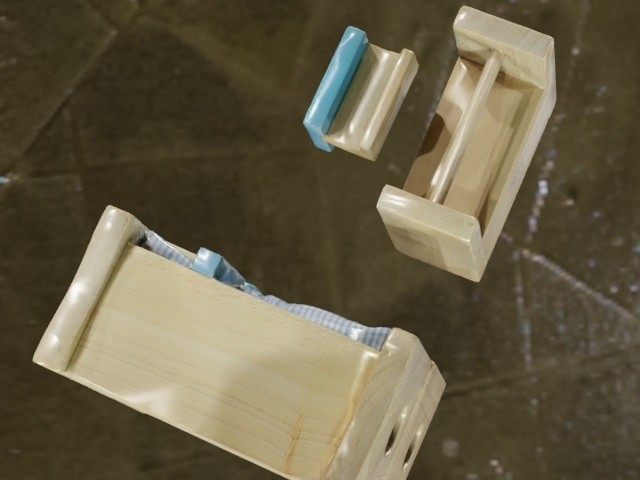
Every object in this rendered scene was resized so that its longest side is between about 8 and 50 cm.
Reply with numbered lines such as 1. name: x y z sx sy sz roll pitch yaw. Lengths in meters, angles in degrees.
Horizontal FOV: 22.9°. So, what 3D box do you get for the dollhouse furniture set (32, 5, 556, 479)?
1. dollhouse furniture set: 0.000 0.000 0.633 0.183 0.129 0.129 -65 167 -8
